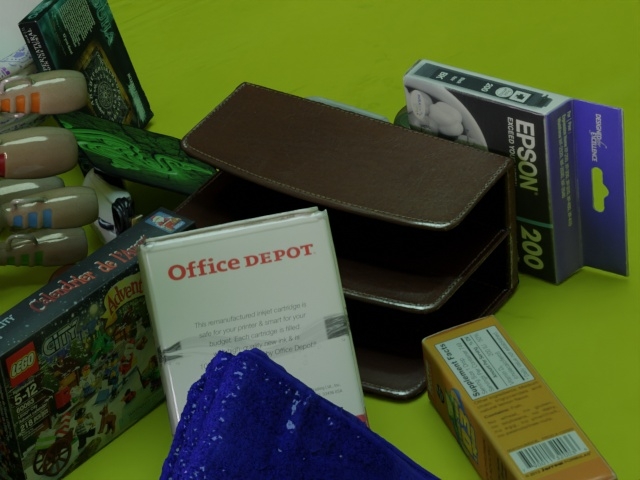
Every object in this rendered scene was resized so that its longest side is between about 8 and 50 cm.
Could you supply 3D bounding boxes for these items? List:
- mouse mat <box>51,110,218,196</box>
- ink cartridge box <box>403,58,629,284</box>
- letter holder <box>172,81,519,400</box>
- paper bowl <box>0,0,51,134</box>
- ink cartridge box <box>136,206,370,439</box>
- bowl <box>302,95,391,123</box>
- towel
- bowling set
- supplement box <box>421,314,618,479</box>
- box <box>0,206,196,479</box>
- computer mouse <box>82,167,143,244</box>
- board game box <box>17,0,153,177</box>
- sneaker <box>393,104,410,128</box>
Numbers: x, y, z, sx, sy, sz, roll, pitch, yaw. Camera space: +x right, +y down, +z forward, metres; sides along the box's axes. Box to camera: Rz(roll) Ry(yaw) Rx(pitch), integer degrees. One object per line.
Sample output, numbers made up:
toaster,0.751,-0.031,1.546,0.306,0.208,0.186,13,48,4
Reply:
mouse mat,-0.175,-0.085,1.984,0.190,0.007,0.152,13,22,-37
ink cartridge box,0.183,-0.057,1.821,0.208,0.206,0.045,17,47,29
letter holder,0.000,0.000,1.811,0.302,0.152,0.214,18,43,29
paper bowl,-0.408,-0.173,2.101,0.284,0.148,0.284,-3,35,2
ink cartridge box,-0.056,0.093,1.624,0.159,0.217,0.092,-11,-1,-8
bowl,0.009,-0.107,1.997,0.142,0.053,0.142,20,19,26
towel,0.028,0.220,1.424,0.308,0.076,0.227,32,35,-12
bowling set,-0.293,-0.020,1.846,0.154,0.287,0.200,-8,64,-16
supplement box,0.163,0.162,1.626,0.080,0.078,0.233,-16,36,-11
box,-0.192,0.096,1.688,0.044,0.159,0.233,23,44,34
computer mouse,-0.208,-0.020,1.921,0.042,0.106,0.193,-6,26,-13
board game box,-0.243,-0.176,2.054,0.026,0.186,0.126,-3,32,29
sneaker,0.149,-0.087,1.983,0.192,0.064,0.086,19,37,23
